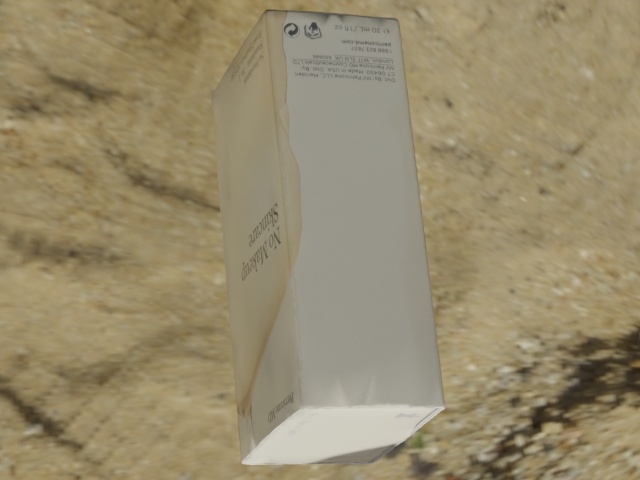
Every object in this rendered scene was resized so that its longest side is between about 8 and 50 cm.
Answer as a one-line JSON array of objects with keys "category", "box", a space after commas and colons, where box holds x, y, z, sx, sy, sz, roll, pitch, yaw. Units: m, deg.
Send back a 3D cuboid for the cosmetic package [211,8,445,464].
[{"category": "cosmetic package", "box": [0.000, 0.000, 1.384, 0.113, 0.160, 0.309, 3, 67, -19]}]
